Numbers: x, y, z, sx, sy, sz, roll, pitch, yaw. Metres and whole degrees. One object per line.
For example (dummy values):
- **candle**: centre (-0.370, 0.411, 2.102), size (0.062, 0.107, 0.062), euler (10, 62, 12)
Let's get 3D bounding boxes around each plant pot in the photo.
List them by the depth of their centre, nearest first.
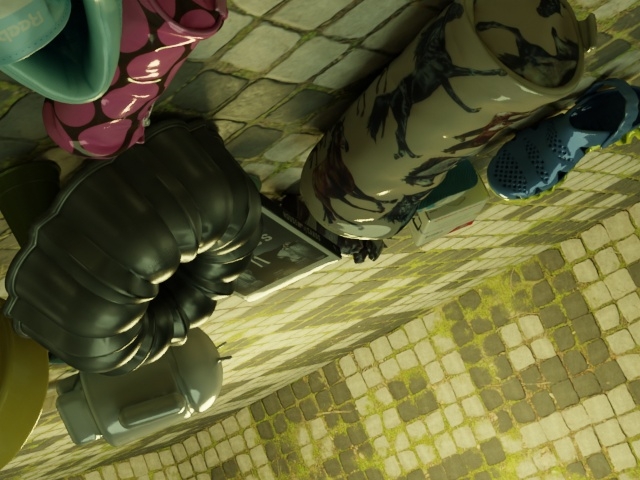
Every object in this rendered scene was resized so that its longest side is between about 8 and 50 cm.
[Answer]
- **plant pot**: centre (-0.312, -0.031, 0.988), size (0.083, 0.079, 0.083), euler (-21, 166, -6)
- **plant pot**: centre (-0.497, 0.152, 1.083), size (0.254, 0.254, 0.239), euler (-26, 150, 9)

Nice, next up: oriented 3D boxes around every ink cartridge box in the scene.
- **ink cartridge box**: centre (0.239, -0.065, 1.742), size (0.128, 0.072, 0.175), euler (-21, 166, -8)

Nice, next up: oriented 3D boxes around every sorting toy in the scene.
- **sorting toy**: centre (-0.641, 0.349, 1.936), size (0.348, 0.047, 0.196), euler (-16, 160, -27)

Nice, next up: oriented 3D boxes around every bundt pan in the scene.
- **bundt pan**: centre (-0.190, 0.027, 1.047), size (0.331, 0.124, 0.331), euler (-44, 163, -17)

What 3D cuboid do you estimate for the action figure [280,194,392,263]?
- **action figure**: centre (0.000, 0.000, 1.531), size (0.185, 0.099, 0.285), euler (-13, 166, 33)

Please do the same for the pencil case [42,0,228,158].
- **pencil case**: centre (-0.156, -0.154, 0.770), size (0.098, 0.095, 0.209), euler (22, 144, -26)

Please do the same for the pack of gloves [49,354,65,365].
- **pack of gloves**: centre (-0.516, 0.228, 1.685), size (0.232, 0.046, 0.195), euler (-25, 167, 7)

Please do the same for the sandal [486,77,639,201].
- **sandal**: centre (0.420, -0.180, 1.540), size (0.317, 0.126, 0.138), euler (-34, 161, 8)

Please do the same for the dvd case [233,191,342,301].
- **dvd case**: centre (-0.100, 0.016, 1.355), size (0.179, 0.029, 0.239), euler (-26, 150, 20)

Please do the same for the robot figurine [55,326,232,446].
- **robot figurine**: centre (-0.349, 0.286, 1.840), size (0.354, 0.199, 0.300), euler (-21, -156, -8)

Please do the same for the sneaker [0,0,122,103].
- **sneaker**: centre (-0.186, -0.182, 0.490), size (0.135, 0.150, 0.366), euler (-25, 166, 5)

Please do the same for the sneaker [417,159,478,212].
- **sneaker**: centre (0.159, -0.080, 1.540), size (0.229, 0.087, 0.092), euler (-11, 164, -33)

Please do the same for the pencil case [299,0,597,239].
- **pencil case**: centre (0.140, -0.149, 1.099), size (0.184, 0.159, 0.410), euler (-3, 157, -32)

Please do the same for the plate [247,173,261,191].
- **plate**: centre (-0.168, -0.040, 1.294), size (0.188, 0.024, 0.188), euler (-22, 165, -6)
